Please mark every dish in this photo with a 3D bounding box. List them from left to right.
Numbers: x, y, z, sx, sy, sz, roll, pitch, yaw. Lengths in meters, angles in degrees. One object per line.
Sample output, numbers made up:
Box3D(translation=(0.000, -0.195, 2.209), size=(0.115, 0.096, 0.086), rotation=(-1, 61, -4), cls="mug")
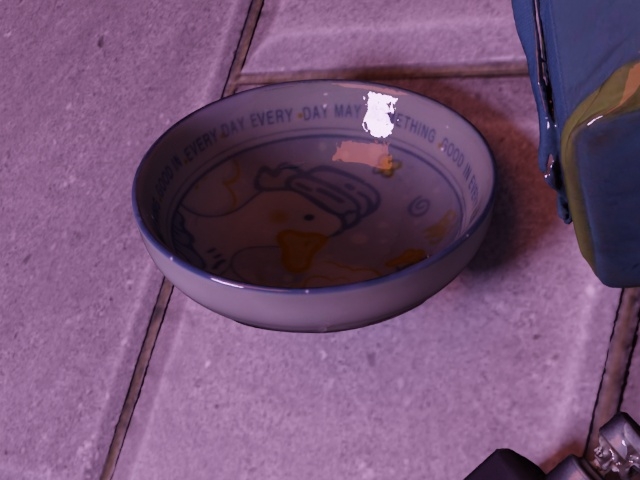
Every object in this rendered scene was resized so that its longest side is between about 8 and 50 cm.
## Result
Box3D(translation=(0.000, 0.000, 1.039), size=(0.273, 0.133, 0.273), rotation=(-3, 37, 3), cls="dish")

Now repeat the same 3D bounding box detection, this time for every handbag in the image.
Box3D(translation=(0.238, -0.126, 0.835), size=(0.222, 0.263, 0.241), rotation=(-12, 58, 16), cls="handbag")

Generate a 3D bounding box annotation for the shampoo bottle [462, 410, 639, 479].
Box3D(translation=(0.097, 0.227, 0.891), size=(0.309, 0.071, 0.098), rotation=(-43, 46, 9), cls="shampoo bottle")
